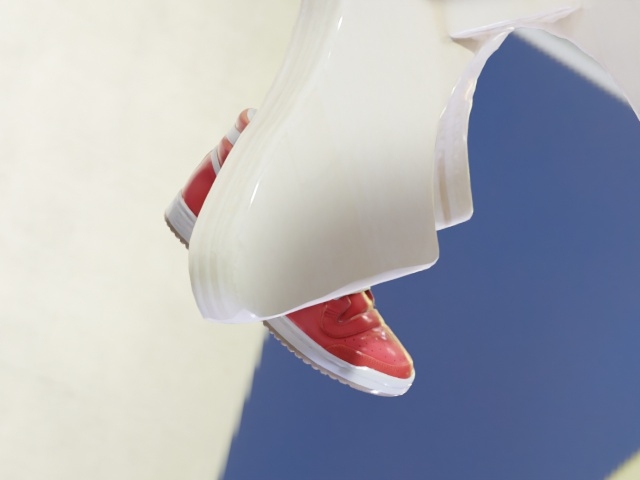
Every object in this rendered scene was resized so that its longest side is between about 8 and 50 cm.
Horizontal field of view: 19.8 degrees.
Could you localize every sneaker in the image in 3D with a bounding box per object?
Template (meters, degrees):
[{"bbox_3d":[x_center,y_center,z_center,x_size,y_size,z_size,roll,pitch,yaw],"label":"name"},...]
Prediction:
[{"bbox_3d":[0.000,0.000,0.679,0.067,0.118,0.042,-56,-19,19],"label":"sneaker"}]

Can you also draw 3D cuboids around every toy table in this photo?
[{"bbox_3d":[0.058,-0.083,0.550,0.252,0.274,0.160,-16,-84,-22],"label":"toy table"}]
